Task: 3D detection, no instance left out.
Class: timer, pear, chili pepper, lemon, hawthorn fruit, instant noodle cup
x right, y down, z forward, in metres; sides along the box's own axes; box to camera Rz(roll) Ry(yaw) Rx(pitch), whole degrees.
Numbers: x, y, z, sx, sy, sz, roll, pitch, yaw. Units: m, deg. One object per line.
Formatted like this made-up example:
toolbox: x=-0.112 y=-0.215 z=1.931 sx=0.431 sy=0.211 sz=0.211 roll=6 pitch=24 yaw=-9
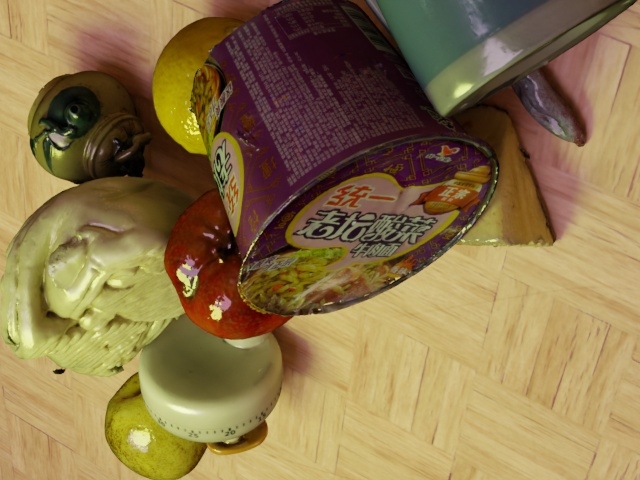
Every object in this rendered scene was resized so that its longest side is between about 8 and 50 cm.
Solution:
timer: x=-0.172 y=0.195 z=1.990 sx=0.233 sy=0.233 sz=0.240 roll=23 pitch=137 yaw=24
pear: x=-0.278 y=0.327 z=2.216 sx=0.197 sy=0.197 sz=0.197 roll=22 pitch=134 yaw=25
chili pepper: x=0.262 y=-0.165 z=1.485 sx=0.153 sy=0.041 sz=0.050 roll=54 pitch=180 yaw=-10
lemon: x=-0.134 y=-0.209 z=1.669 sx=0.178 sy=0.178 sz=0.203 roll=35 pitch=139 yaw=11
hawthorn fruit: x=-0.111 y=0.046 z=1.714 sx=0.207 sy=0.207 sz=0.243 roll=37 pitch=163 yaw=10
instant noodle cup: x=0.002 y=-0.107 z=1.489 sx=0.266 sy=0.340 sz=0.340 roll=60 pitch=146 yaw=27

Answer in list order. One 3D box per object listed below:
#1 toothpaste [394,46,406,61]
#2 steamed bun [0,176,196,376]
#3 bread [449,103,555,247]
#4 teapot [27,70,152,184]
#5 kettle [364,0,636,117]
toothpaste: x=0.121 y=-0.218 z=1.561 sx=0.194 sy=0.043 sz=0.067 roll=-5 pitch=114 yaw=50
steamed bun: x=-0.341 y=0.030 z=1.868 sx=0.237 sy=0.346 sz=0.394 roll=57 pitch=144 yaw=22
bread: x=0.178 y=-0.082 z=1.632 sx=0.240 sy=0.135 sz=0.178 roll=2 pitch=90 yaw=39
teapot: x=-0.328 y=-0.150 z=1.882 sx=0.182 sy=0.173 sz=0.269 roll=32 pitch=170 yaw=23
kettle: x=0.125 y=-0.321 z=1.338 sx=0.342 sy=0.247 sz=0.319 roll=58 pitch=148 yaw=3
